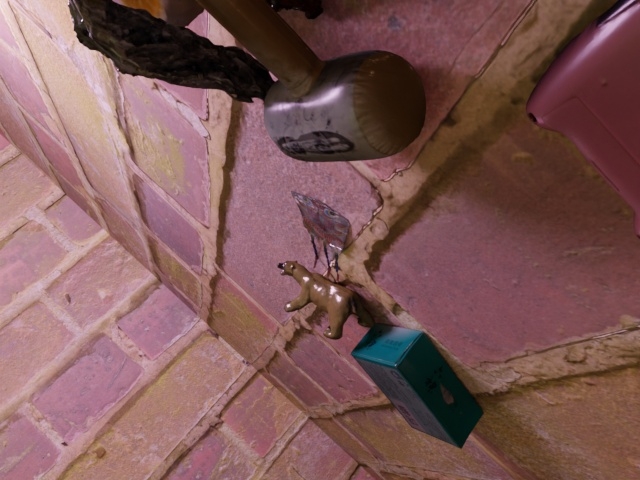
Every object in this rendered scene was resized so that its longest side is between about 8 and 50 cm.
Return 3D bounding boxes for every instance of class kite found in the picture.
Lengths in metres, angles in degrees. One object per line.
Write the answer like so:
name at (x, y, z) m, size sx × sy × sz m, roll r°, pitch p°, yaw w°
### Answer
kite at (0.002, -0.002, 0.942) m, size 0.127 × 0.016 × 0.229 m, roll 35°, pitch 152°, yaw 24°

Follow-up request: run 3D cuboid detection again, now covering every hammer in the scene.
hammer at (-0.044, -0.191, 0.503) m, size 0.305 × 0.113 × 0.202 m, roll 37°, pitch 161°, yaw -34°

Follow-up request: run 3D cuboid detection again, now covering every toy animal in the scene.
toy animal at (0.004, 0.114, 1.052) m, size 0.219 × 0.103 × 0.101 m, roll 27°, pitch 134°, yaw 36°

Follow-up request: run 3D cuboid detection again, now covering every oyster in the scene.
oyster at (-0.159, -0.215, 0.626) m, size 0.252 × 0.087 × 0.199 m, roll 24°, pitch -164°, yaw -4°

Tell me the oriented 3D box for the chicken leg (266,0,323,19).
chicken leg at (-0.006, -0.257, 0.488) m, size 0.093 × 0.053 × 0.205 m, roll 31°, pitch 174°, yaw -36°

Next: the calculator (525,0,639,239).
calculator at (0.285, -0.097, 0.301) m, size 0.220 × 0.048 × 0.330 m, roll 46°, pitch 154°, yaw -3°

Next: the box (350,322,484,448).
box at (0.193, 0.286, 1.019) m, size 0.245 × 0.092 × 0.153 m, roll 53°, pitch 155°, yaw -19°

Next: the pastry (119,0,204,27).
pastry at (-0.199, -0.336, 0.612) m, size 0.166 × 0.088 × 0.166 m, roll 31°, pitch 154°, yaw 17°
